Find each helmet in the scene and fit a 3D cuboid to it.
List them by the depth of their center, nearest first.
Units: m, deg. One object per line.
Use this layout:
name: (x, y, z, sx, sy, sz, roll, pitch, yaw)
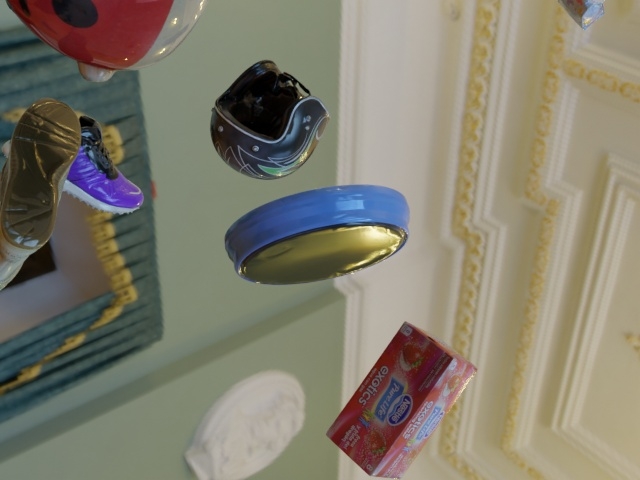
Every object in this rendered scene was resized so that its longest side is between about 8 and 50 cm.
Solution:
helmet: (-0.082, -0.170, 1.257, 0.169, 0.161, 0.169, 44, -1, 1)

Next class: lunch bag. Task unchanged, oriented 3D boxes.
lunch bag: (0.412, -0.383, 1.322, 0.053, 0.083, 0.071, -40, -108, 15)

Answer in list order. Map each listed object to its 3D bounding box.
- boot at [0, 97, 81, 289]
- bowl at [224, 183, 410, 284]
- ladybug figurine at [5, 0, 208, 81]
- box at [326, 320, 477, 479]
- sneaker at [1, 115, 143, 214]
boot: (-0.361, -0.054, 1.008, 0.165, 0.077, 0.213, -38, -139, 46)
bowl: (0.000, 0.000, 1.734, 0.391, 0.392, 0.077, -44, -126, 57)
ladybug figurine: (-0.235, -0.375, 0.825, 0.305, 0.162, 0.449, 16, -64, 27)
box: (0.147, 0.289, 1.497, 0.123, 0.128, 0.256, 37, -86, 34)
sneaker: (-0.460, -0.163, 1.655, 0.146, 0.293, 0.102, -53, -147, 15)
